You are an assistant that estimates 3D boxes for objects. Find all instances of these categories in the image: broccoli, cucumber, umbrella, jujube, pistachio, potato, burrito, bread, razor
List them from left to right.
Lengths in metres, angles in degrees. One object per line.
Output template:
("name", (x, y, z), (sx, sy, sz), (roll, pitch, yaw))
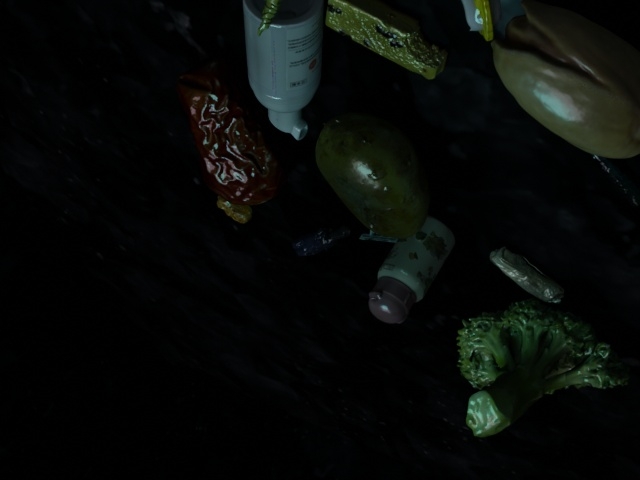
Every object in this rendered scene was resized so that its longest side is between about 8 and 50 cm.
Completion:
("jujube", (-0.198, -0.240, 1.845), (0.216, 0.216, 0.342), (8, 130, 42))
("bread", (-0.240, -0.091, 2.312), (0.110, 0.044, 0.083), (40, 155, -17))
("umbrella", (0.007, 0.002, 2.159), (0.071, 0.071, 0.248), (44, 151, -20))
("razor", (0.102, -0.106, 1.889), (0.111, 0.056, 0.278), (7, 136, 41))
("potato", (0.120, -0.129, 1.678), (0.210, 0.173, 0.307), (5, 144, 42))
("bread", (0.114, -0.359, 1.428), (0.226, 0.049, 0.088), (30, 154, 8))
("broccoli", (0.413, 0.289, 1.834), (0.275, 0.397, 0.353), (61, 157, 2))
("burrito", (0.449, 0.076, 1.787), (0.188, 0.045, 0.058), (38, 143, -5))
("pistachio", (0.384, -0.227, 1.216), (0.293, 0.162, 0.181), (33, -172, 0))
("cucumber", (0.504, -0.113, 1.415), (0.133, 0.032, 0.032), (43, 153, -15))

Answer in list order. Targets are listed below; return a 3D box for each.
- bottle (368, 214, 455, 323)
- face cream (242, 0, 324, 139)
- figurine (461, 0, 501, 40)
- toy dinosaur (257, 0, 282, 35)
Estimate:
("bottle", (0.194, 0.070, 1.837), (0.120, 0.253, 0.120), (27, 154, 14))
("face cream", (-0.070, -0.330, 1.582), (0.145, 0.145, 0.370), (28, 152, 13))
("figurine", (0.224, -0.372, 1.191), (0.178, 0.109, 0.130), (79, 174, -52))
("toy dinosaur", (-0.066, -0.460, 1.336), (0.153, 0.094, 0.259), (39, 117, 6))
